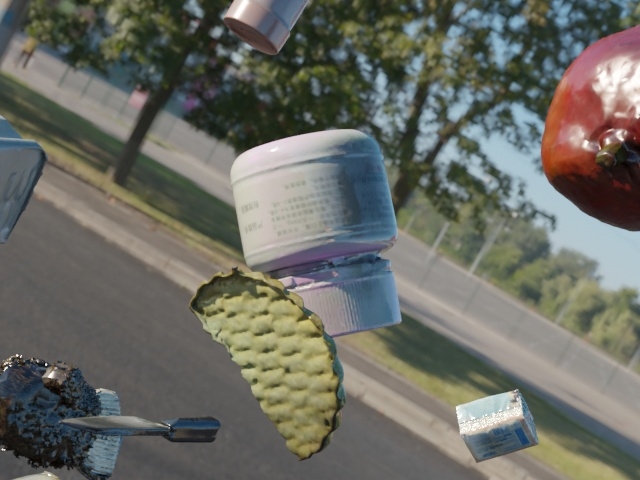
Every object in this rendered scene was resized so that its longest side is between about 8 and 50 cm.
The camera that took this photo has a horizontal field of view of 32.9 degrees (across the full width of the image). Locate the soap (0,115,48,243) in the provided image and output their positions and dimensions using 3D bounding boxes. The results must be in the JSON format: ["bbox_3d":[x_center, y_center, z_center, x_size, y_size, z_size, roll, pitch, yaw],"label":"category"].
[{"bbox_3d":[-0.715,-0.119,2.176,0.159,0.258,0.302,35,12,16],"label":"soap"}]

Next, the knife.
[{"bbox_3d":[-0.184,0.186,1.093,0.060,0.028,0.230,14,-2,29],"label":"knife"}]

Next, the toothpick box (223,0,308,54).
[{"bbox_3d":[-0.068,-0.369,1.640,0.098,0.149,0.098,31,-7,5],"label":"toothpick box"}]

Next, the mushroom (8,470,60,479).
[{"bbox_3d":[-0.606,0.504,2.086,0.277,0.099,0.096,-11,-19,17],"label":"mushroom"}]

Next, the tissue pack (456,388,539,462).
[{"bbox_3d":[0.242,0.253,1.475,0.059,0.094,0.074,-89,154,-52],"label":"tissue pack"}]

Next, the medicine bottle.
[{"bbox_3d":[0.000,0.000,1.670,0.241,0.302,0.241,-11,-4,-1],"label":"medicine bottle"}]

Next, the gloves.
[{"bbox_3d":[-0.493,0.327,2.031,0.135,0.210,0.312,19,-6,44],"label":"gloves"}]

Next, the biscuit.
[{"bbox_3d":[-0.051,0.142,1.403,0.036,0.187,0.274,-27,79,-45],"label":"biscuit"}]

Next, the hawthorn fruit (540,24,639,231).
[{"bbox_3d":[0.387,-0.128,1.295,0.265,0.265,0.307,31,33,29],"label":"hawthorn fruit"}]
